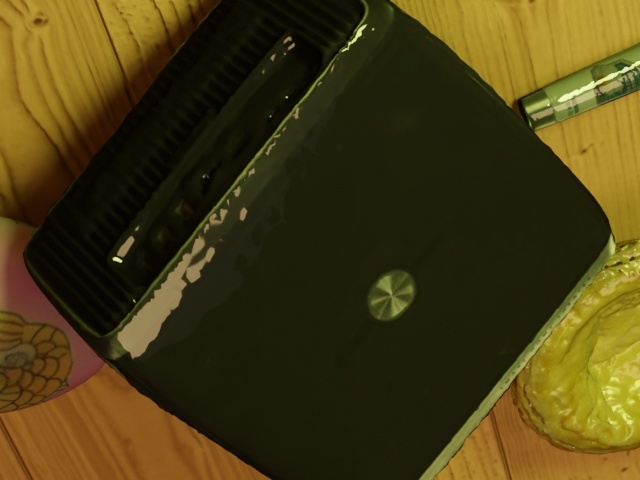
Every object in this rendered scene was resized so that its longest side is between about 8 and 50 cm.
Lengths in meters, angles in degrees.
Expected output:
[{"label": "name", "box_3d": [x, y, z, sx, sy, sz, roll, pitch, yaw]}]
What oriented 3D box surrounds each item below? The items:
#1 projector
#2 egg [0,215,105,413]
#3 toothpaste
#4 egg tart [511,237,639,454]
[{"label": "projector", "box_3d": [0.000, 0.000, 1.776, 0.395, 0.242, 0.405, -51, 129, 1]}, {"label": "egg", "box_3d": [-0.317, 0.065, 1.825, 0.271, 0.196, 0.196, -7, 132, -32]}, {"label": "toothpaste", "box_3d": [0.310, -0.168, 1.932, 0.239, 0.039, 0.062, -23, 125, -1]}, {"label": "egg tart", "box_3d": [0.339, 0.096, 2.107, 0.315, 0.120, 0.315, -10, 132, -12]}]
